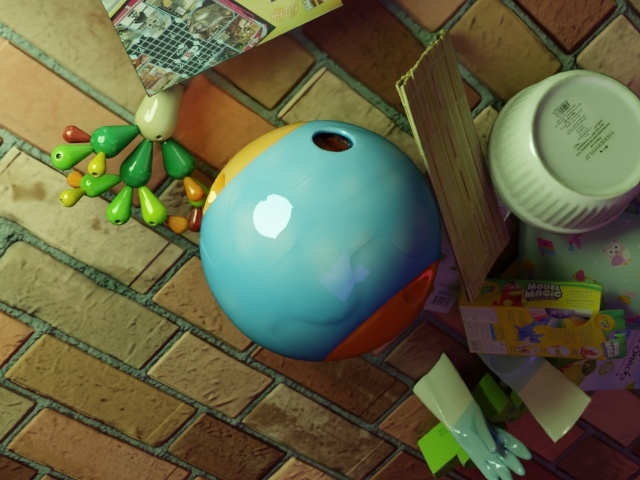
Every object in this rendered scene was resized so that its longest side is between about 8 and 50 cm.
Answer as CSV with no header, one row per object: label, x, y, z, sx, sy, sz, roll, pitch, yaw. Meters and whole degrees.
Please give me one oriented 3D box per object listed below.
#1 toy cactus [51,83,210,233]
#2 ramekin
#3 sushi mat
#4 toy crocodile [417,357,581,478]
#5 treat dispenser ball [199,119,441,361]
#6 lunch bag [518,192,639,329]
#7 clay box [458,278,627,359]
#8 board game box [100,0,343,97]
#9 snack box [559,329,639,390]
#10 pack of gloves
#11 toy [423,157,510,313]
toy cactus,-0.207,-0.103,1.401,0.219,0.112,0.180,19,97,-30
ramekin,0.324,-0.117,1.515,0.207,0.207,0.109,-14,171,-13
sushi mat,0.170,-0.092,1.494,0.019,0.151,0.316,-1,122,34
toy crocodile,0.271,0.244,1.820,0.105,0.115,0.340,8,130,-43
treat dispenser ball,0.000,0.000,1.424,0.288,0.288,0.288,-11,128,-15
lunch bag,0.405,0.003,1.679,0.262,0.160,0.223,6,131,15
clay box,0.311,0.109,1.660,0.222,0.053,0.127,1,143,17
board game box,-0.115,-0.282,1.309,0.243,0.042,0.165,-25,120,-3
snack box,0.453,0.149,1.868,0.207,0.070,0.174,0,124,-24
pack of gloves,0.248,0.223,1.730,0.046,0.232,0.195,15,116,-49
toy,0.169,-0.016,1.634,0.137,0.056,0.237,14,112,-32
